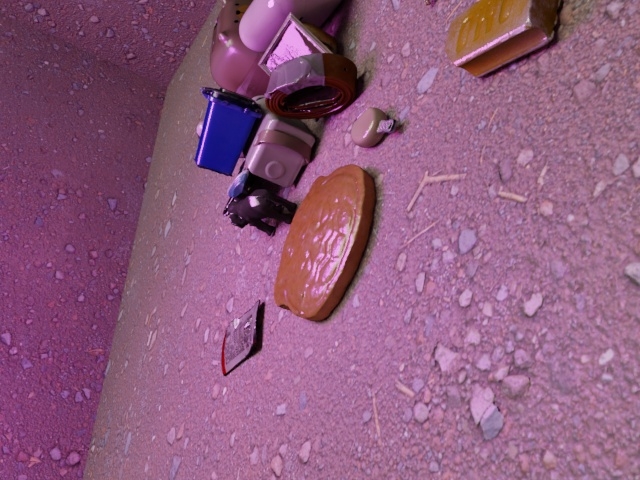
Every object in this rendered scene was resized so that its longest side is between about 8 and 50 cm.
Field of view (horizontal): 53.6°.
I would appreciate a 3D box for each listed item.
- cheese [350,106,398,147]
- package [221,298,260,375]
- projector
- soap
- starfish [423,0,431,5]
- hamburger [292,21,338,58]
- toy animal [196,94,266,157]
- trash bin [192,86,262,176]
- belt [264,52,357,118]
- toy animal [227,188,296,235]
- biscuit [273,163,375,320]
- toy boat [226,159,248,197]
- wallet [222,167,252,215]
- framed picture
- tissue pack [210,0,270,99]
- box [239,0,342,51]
[{"bbox_3d":[0.132,-0.273,1.502,0.171,0.047,0.092,-20,57,58],"label":"cheese"},{"bbox_3d":[-0.232,0.279,1.814,0.239,0.030,0.154,-41,38,44],"label":"package"},{"bbox_3d":[-0.129,-0.281,1.876,0.177,0.163,0.242,-63,25,16],"label":"projector"},{"bbox_3d":[0.332,-0.396,1.180,0.232,0.073,0.140,-14,55,60],"label":"soap"},{"bbox_3d":[0.270,-0.674,1.531,0.295,0.048,0.231,-44,36,42],"label":"starfish"},{"bbox_3d":[-0.033,-0.584,1.894,0.131,0.185,0.159,-48,65,14],"label":"hamburger"},{"bbox_3d":[-0.256,-0.385,2.109,0.357,0.257,0.194,-7,99,69],"label":"toy animal"},{"bbox_3d":[-0.292,-0.324,1.864,0.162,0.184,0.234,-127,56,-69],"label":"trash bin"},{"bbox_3d":[-0.028,-0.418,1.728,0.261,0.184,0.105,-3,65,23],"label":"belt"},{"bbox_3d":[-0.178,-0.091,1.848,0.245,0.146,0.115,-35,43,50],"label":"toy animal"},{"bbox_3d":[-0.002,-0.001,1.545,0.365,0.062,0.385,5,75,64],"label":"biscuit"},{"bbox_3d":[-0.247,-0.179,1.861,0.105,0.034,0.149,-57,26,12],"label":"toy boat"},{"bbox_3d":[-0.253,-0.166,2.053,0.170,0.044,0.321,-57,9,5],"label":"wallet"},{"bbox_3d":[-0.051,-0.497,1.831,0.197,0.252,0.014,-48,-5,36],"label":"framed picture"},{"bbox_3d":[-0.271,-0.713,2.337,0.267,0.277,0.387,-48,32,41],"label":"tissue pack"},{"bbox_3d":[-0.080,-0.729,1.976,0.349,0.141,0.288,-36,3,-39],"label":"box"}]
